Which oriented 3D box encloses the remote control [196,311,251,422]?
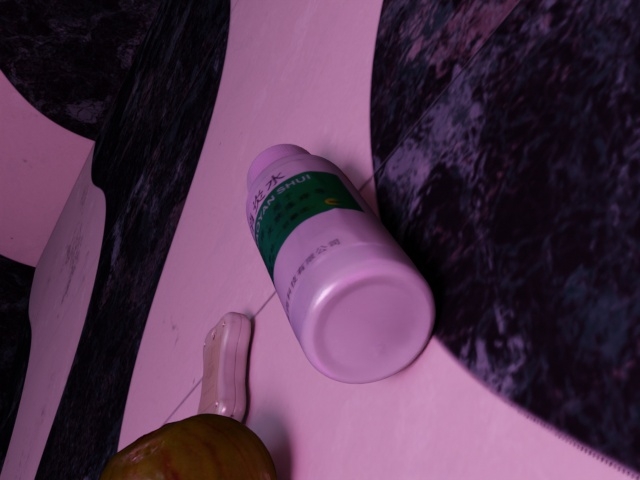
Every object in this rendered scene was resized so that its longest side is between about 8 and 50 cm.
[{"bbox_3d":[-0.094,0.133,0.797,0.074,0.032,0.122,-45,34,46],"label":"remote control"}]

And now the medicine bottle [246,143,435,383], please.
[{"bbox_3d":[0.000,0.000,0.616,0.095,0.095,0.260,-64,23,17],"label":"medicine bottle"}]

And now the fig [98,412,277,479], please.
[{"bbox_3d":[-0.083,0.266,0.617,0.151,0.151,0.259,-34,70,54],"label":"fig"}]
